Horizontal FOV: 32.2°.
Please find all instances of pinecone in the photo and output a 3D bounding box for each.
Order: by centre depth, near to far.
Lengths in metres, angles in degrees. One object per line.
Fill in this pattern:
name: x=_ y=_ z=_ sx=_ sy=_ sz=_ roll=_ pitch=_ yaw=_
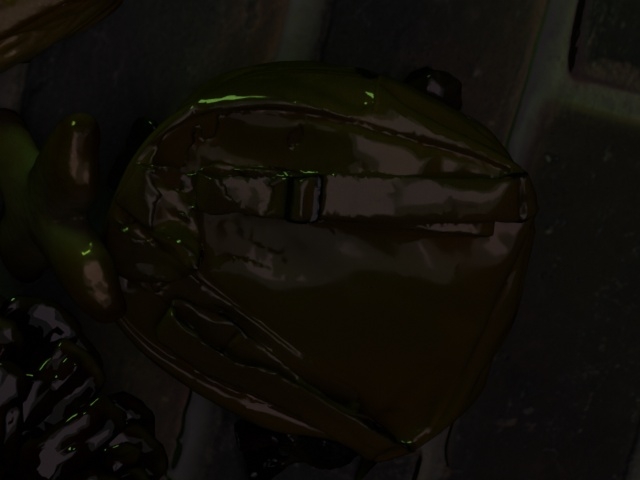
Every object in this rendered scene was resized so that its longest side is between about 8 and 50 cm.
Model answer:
pinecone: x=-0.304 y=0.219 z=0.865 sx=0.397 sy=0.398 sz=0.398 roll=-3 pitch=102 yaw=-14

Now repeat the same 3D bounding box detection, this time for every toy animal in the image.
toy animal: x=-0.001 y=0.203 z=1.089 sx=0.202 sy=0.070 sz=0.105 roll=3 pitch=144 yaw=-22

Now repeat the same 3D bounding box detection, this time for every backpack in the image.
backpack: x=0.002 y=0.000 z=0.976 sx=0.378 sy=0.201 sz=0.354 roll=25 pitch=104 yaw=-14

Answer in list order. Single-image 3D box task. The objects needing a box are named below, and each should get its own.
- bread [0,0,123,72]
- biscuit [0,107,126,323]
bread: x=-0.297 y=-0.238 z=0.909 sx=0.235 sy=0.099 sz=0.211 roll=-23 pitch=105 yaw=-9
biscuit: x=-0.226 y=-0.026 z=0.915 sx=0.047 sy=0.208 sz=0.164 roll=-16 pitch=106 yaw=-31
